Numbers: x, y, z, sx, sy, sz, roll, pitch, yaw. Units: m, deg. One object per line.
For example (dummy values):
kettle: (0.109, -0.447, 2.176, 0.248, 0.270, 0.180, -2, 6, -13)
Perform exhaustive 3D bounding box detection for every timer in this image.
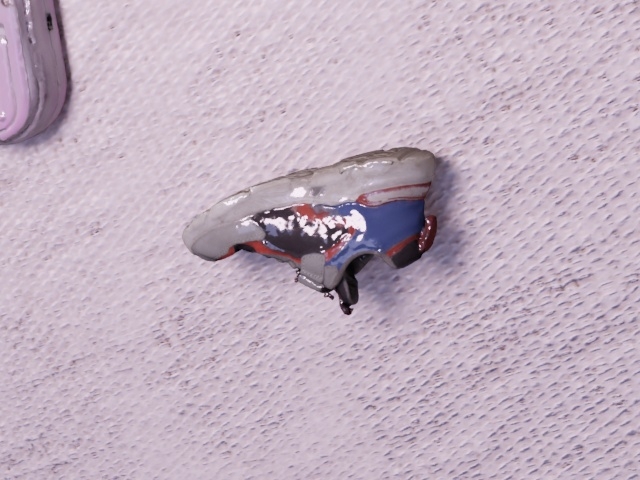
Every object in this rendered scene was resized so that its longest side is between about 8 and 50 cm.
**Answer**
timer: (-0.337, -0.180, 1.137, 0.208, 0.069, 0.191, 0, 110, 21)

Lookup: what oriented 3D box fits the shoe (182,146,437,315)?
shoe: (0.000, 0.000, 1.040, 0.227, 0.099, 0.125, -15, 98, 22)
